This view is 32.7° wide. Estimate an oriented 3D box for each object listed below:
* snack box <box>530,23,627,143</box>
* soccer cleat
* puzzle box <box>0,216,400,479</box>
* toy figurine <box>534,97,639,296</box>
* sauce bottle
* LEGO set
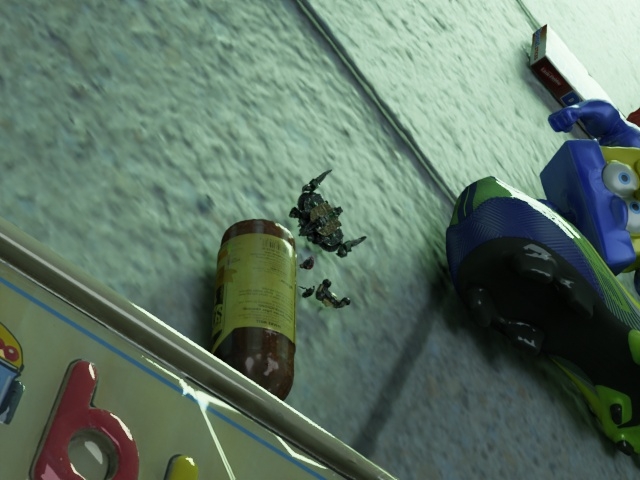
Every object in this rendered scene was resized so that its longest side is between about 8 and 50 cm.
[{"bbox_3d":[0.269,-0.132,1.081,0.178,0.022,0.064,43,36,-22],"label":"snack box"},{"bbox_3d":[0.196,0.057,0.763,0.289,0.093,0.121,38,31,-28],"label":"soccer cleat"},{"bbox_3d":[-0.147,0.087,0.289,0.409,0.052,0.272,36,37,-22],"label":"puzzle box"},{"bbox_3d":[0.252,0.013,0.882,0.217,0.191,0.363,-4,71,-21],"label":"toy figurine"},{"bbox_3d":[-0.032,0.048,0.512,0.042,0.042,0.128,34,38,-32],"label":"sauce bottle"},{"bbox_3d":[-0.002,0.000,0.617,0.054,0.023,0.083,37,51,-26],"label":"LEGO set"}]
